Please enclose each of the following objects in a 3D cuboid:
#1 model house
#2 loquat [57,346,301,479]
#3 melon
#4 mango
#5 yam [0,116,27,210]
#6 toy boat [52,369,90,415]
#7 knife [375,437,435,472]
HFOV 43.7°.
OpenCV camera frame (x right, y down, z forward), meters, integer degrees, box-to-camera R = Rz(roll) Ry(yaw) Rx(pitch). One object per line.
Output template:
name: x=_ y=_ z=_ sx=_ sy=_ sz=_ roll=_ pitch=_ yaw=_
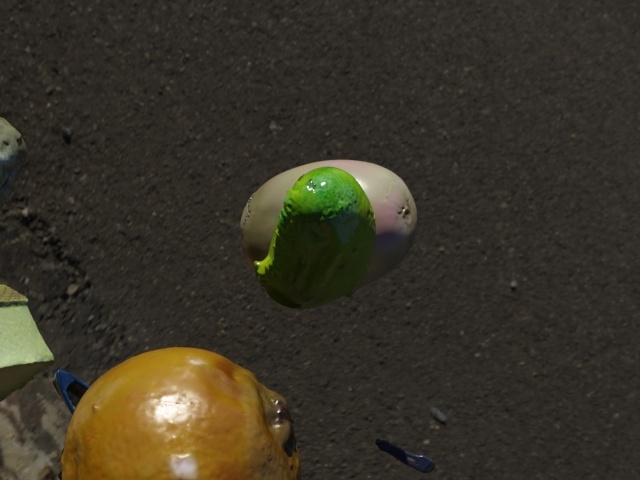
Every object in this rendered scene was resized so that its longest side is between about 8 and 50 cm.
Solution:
model house: x=-0.627 y=0.186 z=1.424 sx=0.195 sy=0.214 sz=0.189 roll=1 pitch=61 yaw=-54
loquat: x=-0.189 y=0.303 z=1.098 sx=0.328 sy=0.328 sz=0.328 roll=9 pitch=68 yaw=-22
melon: x=0.007 y=-0.022 z=1.340 sx=0.223 sy=0.317 sz=0.223 roll=19 pitch=67 yaw=-53
mango: x=0.001 y=0.000 z=0.753 sx=0.100 sy=0.178 sz=0.119 roll=26 pitch=59 yaw=10
yam: x=-0.442 y=0.001 z=0.888 sx=0.133 sy=0.133 sz=0.330 roll=32 pitch=72 yaw=-12
toy boat: x=-0.462 y=0.348 z=1.598 sx=0.229 sy=0.046 sz=0.080 roll=54 pitch=45 yaw=-17
knife: x=0.160 y=0.405 z=1.508 sx=0.121 sy=0.018 sz=0.031 roll=26 pitch=85 yaw=2
